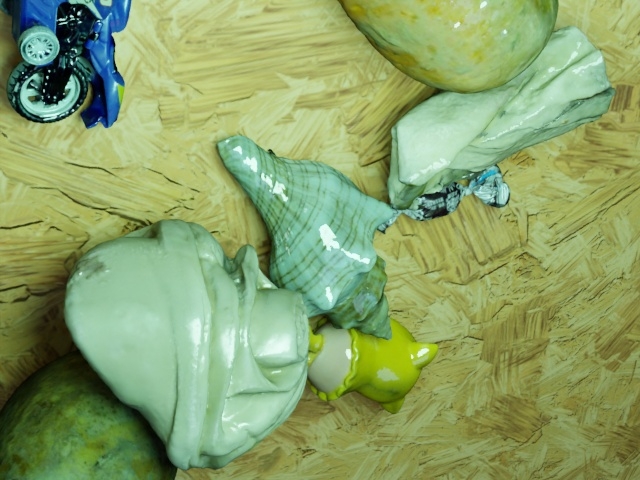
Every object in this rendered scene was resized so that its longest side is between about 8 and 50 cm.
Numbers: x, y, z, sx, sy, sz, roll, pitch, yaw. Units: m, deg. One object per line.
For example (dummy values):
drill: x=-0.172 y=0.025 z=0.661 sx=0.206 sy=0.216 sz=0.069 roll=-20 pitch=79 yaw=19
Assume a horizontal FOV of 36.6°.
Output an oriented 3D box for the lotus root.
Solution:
lotus root: x=-0.305 y=0.274 z=1.264 sx=0.250 sy=0.346 sz=0.250 roll=2 pitch=115 yaw=5

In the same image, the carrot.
carrot: x=0.115 y=-0.324 z=1.102 sx=0.224 sy=0.224 sz=0.340 roll=-44 pitch=125 yaw=11

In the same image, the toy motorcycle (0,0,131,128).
toy motorcycle: x=-0.260 y=-0.256 z=1.069 sx=0.169 sy=0.113 sz=0.315 roll=-9 pitch=136 yaw=-28

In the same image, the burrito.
burrito: x=0.224 y=-0.163 z=1.312 sx=0.332 sy=0.190 sz=0.135 roll=-27 pitch=86 yaw=-6

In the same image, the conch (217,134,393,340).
conch: x=0.007 y=0.007 z=1.328 sx=0.203 sy=0.169 sz=0.386 roll=-40 pitch=131 yaw=-9

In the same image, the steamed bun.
steamed bun: x=-0.139 y=0.105 z=1.229 sx=0.219 sy=0.310 sz=0.324 roll=-32 pitch=98 yaw=11

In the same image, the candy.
candy: x=0.177 y=-0.056 z=1.427 sx=0.226 sy=0.051 sz=0.094 roll=-12 pitch=130 yaw=-15

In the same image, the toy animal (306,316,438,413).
toy animal: x=0.057 y=0.183 z=1.490 sx=0.229 sy=0.156 sz=0.156 roll=14 pitch=117 yaw=-26
